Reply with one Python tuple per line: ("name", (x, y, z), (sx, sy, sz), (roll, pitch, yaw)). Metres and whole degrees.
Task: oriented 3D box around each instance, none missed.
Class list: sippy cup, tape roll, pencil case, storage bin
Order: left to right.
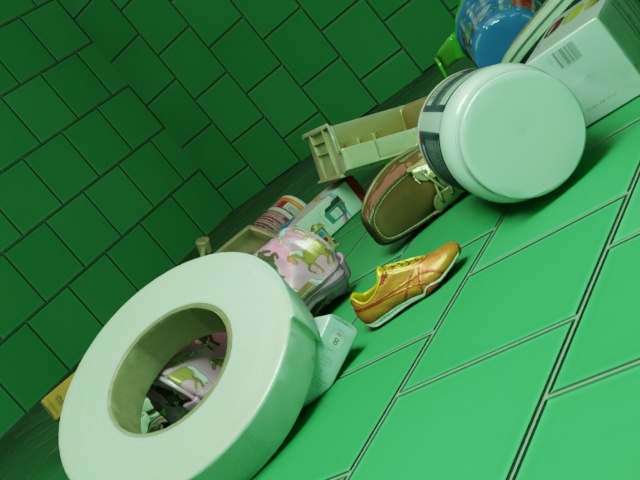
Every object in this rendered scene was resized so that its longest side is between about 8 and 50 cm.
("tape roll", (-0.183, 0.189, 1.347), (0.392, 0.072, 0.392), (-24, 41, 22))
("pencil case", (-0.114, 0.139, 1.591), (0.386, 0.167, 0.160), (-47, -11, -33))
("storage bin", (0.123, -0.227, 2.227), (0.262, 0.123, 0.260), (-17, 4, -13))
("sippy cup", (0.415, -0.454, 2.200), (0.306, 0.240, 0.224), (-60, 9, 28))

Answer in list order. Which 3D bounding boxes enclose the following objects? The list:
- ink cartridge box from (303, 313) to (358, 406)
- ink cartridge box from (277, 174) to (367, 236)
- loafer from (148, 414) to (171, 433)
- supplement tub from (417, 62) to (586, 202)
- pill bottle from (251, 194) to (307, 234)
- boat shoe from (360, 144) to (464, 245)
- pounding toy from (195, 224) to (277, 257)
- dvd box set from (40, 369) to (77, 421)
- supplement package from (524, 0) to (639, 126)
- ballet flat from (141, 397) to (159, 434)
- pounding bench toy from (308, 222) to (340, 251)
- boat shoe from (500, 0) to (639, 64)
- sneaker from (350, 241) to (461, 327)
("ink cartridge box", (-0.054, 0.217, 1.374), (0.189, 0.066, 0.232), (-20, 42, 64))
("ink cartridge box", (0.024, -0.072, 2.312), (0.231, 0.078, 0.134), (-42, 10, -20))
("loafer", (-0.251, 0.312, 1.672), (0.125, 0.045, 0.039), (-31, 19, 33))
("supplement tub", (0.251, -0.154, 1.418), (0.191, 0.191, 0.272), (-39, 9, 1))
("pill bottle", (-0.118, 0.000, 2.404), (0.221, 0.121, 0.121), (-44, 10, -29))
("boat shoe", (0.204, -0.121, 1.690), (0.324, 0.123, 0.120), (-43, 13, -17))
("pounding toy", (-0.193, 0.055, 2.237), (0.206, 0.094, 0.181), (19, 48, 39))
("dvd box set", (-0.386, 0.241, 2.214), (0.420, 0.062, 0.307), (-39, -10, 1))
("supplement package", (0.431, -0.294, 1.556), (0.139, 0.134, 0.244), (-33, 11, 35))
("ballet flat", (-0.344, 0.333, 1.830), (0.096, 0.095, 0.280), (-27, 22, 15))
("pounding bench toy", (0.000, 0.000, 2.096), (0.052, 0.065, 0.083), (-41, 9, -8))
("boat shoe", (0.493, -0.415, 1.874), (0.187, 0.156, 0.500), (-53, 3, -37))
("sneaker", (0.115, 0.052, 1.366), (0.175, 0.067, 0.064), (-36, 8, 12))
